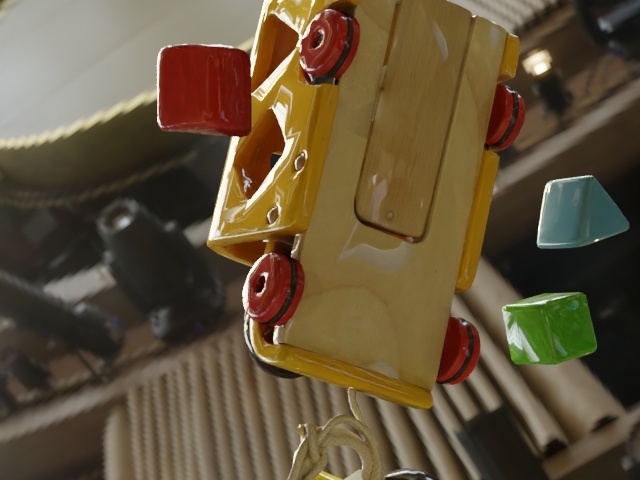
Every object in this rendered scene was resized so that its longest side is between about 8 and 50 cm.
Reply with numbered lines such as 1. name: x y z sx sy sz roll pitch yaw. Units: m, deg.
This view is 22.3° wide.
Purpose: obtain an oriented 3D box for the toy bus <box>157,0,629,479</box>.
1. toy bus: 0.007 -0.010 0.668 0.202 0.191 0.104 -32 -167 -30

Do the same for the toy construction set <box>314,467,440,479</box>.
1. toy construction set: 0.050 0.227 0.777 0.327 0.215 0.151 17 -168 4
